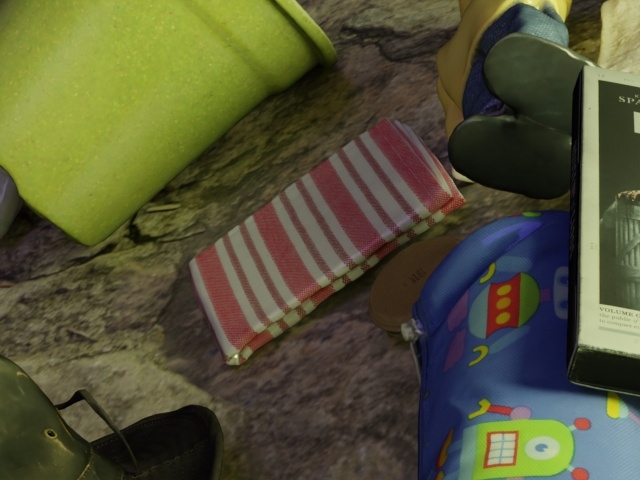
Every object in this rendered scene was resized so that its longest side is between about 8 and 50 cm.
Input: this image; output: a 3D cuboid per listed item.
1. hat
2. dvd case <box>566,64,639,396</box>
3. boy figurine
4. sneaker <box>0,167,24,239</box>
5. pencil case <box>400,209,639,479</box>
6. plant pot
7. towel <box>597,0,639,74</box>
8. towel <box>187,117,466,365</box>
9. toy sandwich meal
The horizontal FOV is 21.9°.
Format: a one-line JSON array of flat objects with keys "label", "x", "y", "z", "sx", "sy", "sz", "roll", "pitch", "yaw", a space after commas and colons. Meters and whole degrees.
[{"label": "hat", "x": -0.209, "y": 0.147, "z": 0.957, "sx": 0.331, "sy": 0.134, "sz": 0.331, "roll": -27, "pitch": 13, "yaw": 7}, {"label": "dvd case", "x": 0.211, "y": -0.001, "z": 0.810, "sx": 0.179, "sy": 0.029, "sz": 0.239, "roll": 10, "pitch": 38, "yaw": 2}, {"label": "boy figurine", "x": 0.129, "y": -0.124, "z": 1.103, "sx": 0.285, "sy": 0.092, "sz": 0.177, "roll": -78, "pitch": 9, "yaw": -66}, {"label": "sneaker", "x": -0.349, "y": -0.020, "z": 1.519, "sx": 0.212, "sy": 0.080, "sz": 0.094, "roll": -14, "pitch": 59, "yaw": 45}, {"label": "pencil case", "x": 0.097, "y": 0.109, "z": 0.768, "sx": 0.133, "sy": 0.119, "sz": 0.306, "roll": -4, "pitch": 35, "yaw": 9}, {"label": "plant pot", "x": -0.170, "y": -0.142, "z": 1.340, "sx": 0.254, "sy": 0.276, "sz": 0.276, "roll": -49, "pitch": 29, "yaw": -2}, {"label": "towel", "x": 0.270, "y": -0.143, "z": 1.051, "sx": 0.187, "sy": 0.049, "sz": 0.282, "roll": -20, "pitch": 31, "yaw": 27}, {"label": "towel", "x": 0.000, "y": 0.000, "z": 1.149, "sx": 0.197, "sy": 0.029, "sz": 0.144, "roll": -36, "pitch": 27, "yaw": 4}, {"label": "toy sandwich meal", "x": 0.068, "y": 0.030, "z": 1.026, "sx": 0.085, "sy": 0.029, "sz": 0.085, "roll": -26, "pitch": 34, "yaw": 19}]
